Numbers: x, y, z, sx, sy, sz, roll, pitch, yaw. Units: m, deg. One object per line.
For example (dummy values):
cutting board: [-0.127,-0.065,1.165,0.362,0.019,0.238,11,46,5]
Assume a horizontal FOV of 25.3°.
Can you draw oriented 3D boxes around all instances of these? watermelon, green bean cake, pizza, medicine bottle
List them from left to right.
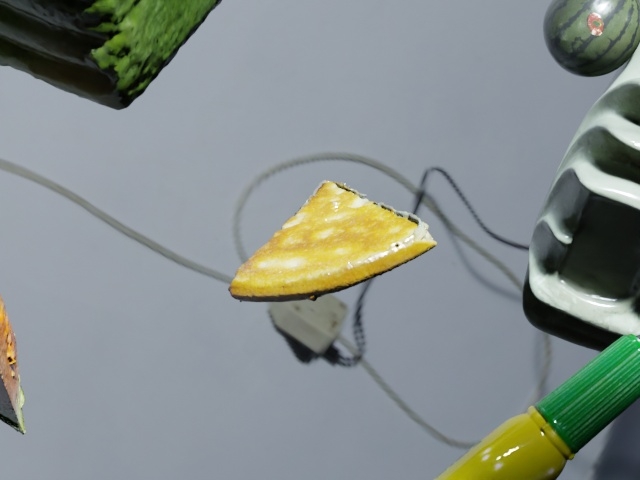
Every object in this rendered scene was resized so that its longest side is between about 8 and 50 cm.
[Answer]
watermelon: [-0.256,0.032,1.004,0.063,0.119,0.245,-29,134,-21]
green bean cake: [-0.140,-0.234,0.987,0.222,0.125,0.248,92,22,-51]
pizza: [0.000,0.000,1.293,0.185,0.176,0.036,-21,118,-1]
medicine bottle: [0.172,0.176,1.181,0.260,0.064,0.095,-40,148,3]
watermelon: [0.301,-0.238,1.527,0.105,0.105,0.133,34,112,-29]

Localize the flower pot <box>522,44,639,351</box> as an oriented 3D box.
flower pot: [0.345,-0.069,1.568,0.165,0.254,0.367,21,135,5]
